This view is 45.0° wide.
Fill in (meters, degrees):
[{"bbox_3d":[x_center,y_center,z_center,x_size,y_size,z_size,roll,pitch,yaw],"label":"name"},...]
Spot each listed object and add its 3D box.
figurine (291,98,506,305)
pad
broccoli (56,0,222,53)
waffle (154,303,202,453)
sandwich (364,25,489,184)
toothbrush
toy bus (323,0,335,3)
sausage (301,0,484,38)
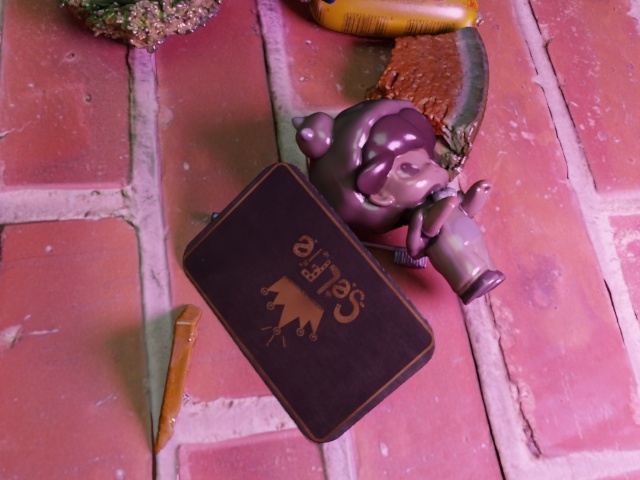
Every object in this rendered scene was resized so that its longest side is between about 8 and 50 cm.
[{"bbox_3d":[0.130,-0.065,1.180,0.248,0.203,0.380,-21,63,-46],"label":"figurine"},{"bbox_3d":[-0.014,0.060,1.086,0.315,0.063,0.375,-44,73,11],"label":"pad"},{"bbox_3d":[-0.297,-0.442,1.303,0.288,0.260,0.235,-36,113,-4],"label":"broccoli"},{"bbox_3d":[-0.206,0.195,1.112,0.032,0.125,0.190,12,96,-6],"label":"waffle"},{"bbox_3d":[0.203,-0.267,1.353,0.212,0.109,0.292,28,63,5],"label":"sandwich"},{"bbox_3d":[0.000,0.000,1.234,0.354,0.024,0.029,11,71,-4],"label":"toothbrush"},{"bbox_3d":[-0.062,-0.531,1.335,0.175,0.138,0.287,20,16,-38],"label":"toy bus"},{"bbox_3d":[0.133,-0.434,1.419,0.348,0.123,0.123,4,63,-8],"label":"sausage"}]
